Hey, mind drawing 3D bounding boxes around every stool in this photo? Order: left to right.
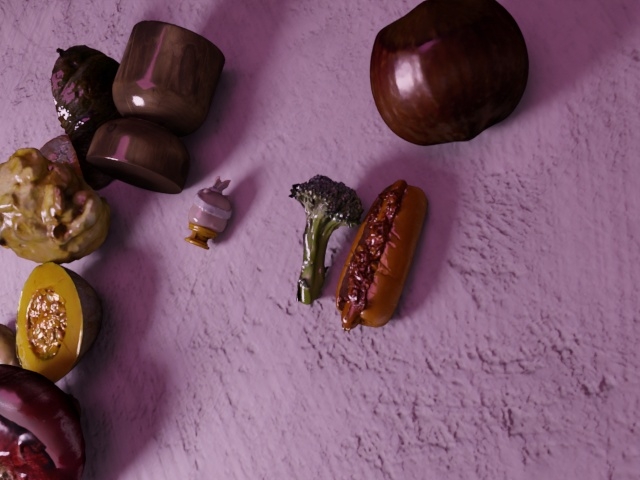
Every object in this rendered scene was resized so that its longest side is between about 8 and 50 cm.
[{"bbox_3d":[-0.293,-0.237,1.505,0.179,0.179,0.264,10,77,31],"label":"stool"}]

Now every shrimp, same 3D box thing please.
[{"bbox_3d":[-0.532,-0.129,1.671,0.132,0.051,0.188,-1,69,29],"label":"shrimp"}]

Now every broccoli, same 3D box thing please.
[{"bbox_3d":[-0.001,0.000,1.309,0.122,0.118,0.204,20,102,42],"label":"broccoli"}]

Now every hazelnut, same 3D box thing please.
[{"bbox_3d":[0.186,-0.247,1.232,0.233,0.218,0.218,-16,65,23],"label":"hazelnut"}]

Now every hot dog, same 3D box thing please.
[{"bbox_3d":[0.089,0.024,1.260,0.102,0.076,0.249,17,80,29],"label":"hot dog"}]

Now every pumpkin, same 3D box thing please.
[{"bbox_3d":[-0.458,0.147,1.504,0.217,0.110,0.218,-1,88,34],"label":"pumpkin"},{"bbox_3d":[-0.434,-0.253,1.597,0.111,0.163,0.279,-2,73,29],"label":"pumpkin"}]

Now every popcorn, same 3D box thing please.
[{"bbox_3d":[-0.496,-0.046,1.503,0.266,0.233,0.192,-6,43,48],"label":"popcorn"}]

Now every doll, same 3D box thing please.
[{"bbox_3d":[-0.195,-0.051,1.452,0.084,0.073,0.127,11,78,64],"label":"doll"}]

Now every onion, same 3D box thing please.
[{"bbox_3d":[-0.491,0.310,1.408,0.271,0.195,0.272,13,120,23],"label":"onion"}]

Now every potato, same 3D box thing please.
[{"bbox_3d":[-0.608,0.214,1.576,0.092,0.070,0.138,-50,57,5],"label":"potato"}]
